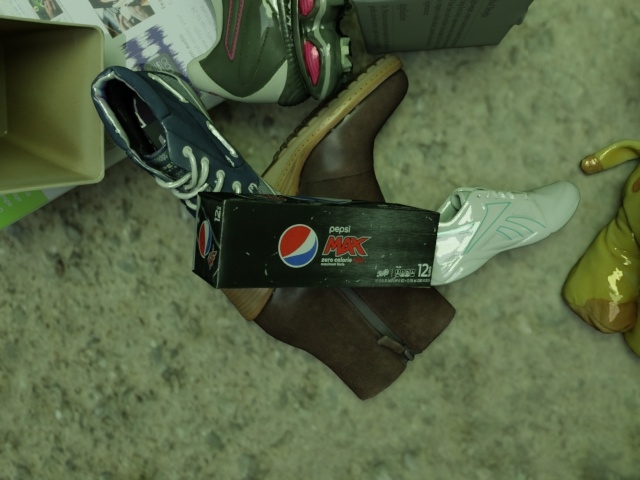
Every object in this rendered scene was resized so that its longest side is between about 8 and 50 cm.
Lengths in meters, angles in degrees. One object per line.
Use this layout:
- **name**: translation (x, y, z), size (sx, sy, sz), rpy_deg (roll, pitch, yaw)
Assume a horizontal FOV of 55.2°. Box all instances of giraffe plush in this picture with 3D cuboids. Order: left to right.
- **giraffe plush**: translation (0.282, 0.004, 0.430), size (0.182, 0.170, 0.210), rpy_deg (-2, 97, 9)

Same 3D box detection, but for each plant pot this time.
- **plant pot**: translation (-0.222, -0.095, 0.414), size (0.096, 0.109, 0.109), rpy_deg (16, 109, 32)

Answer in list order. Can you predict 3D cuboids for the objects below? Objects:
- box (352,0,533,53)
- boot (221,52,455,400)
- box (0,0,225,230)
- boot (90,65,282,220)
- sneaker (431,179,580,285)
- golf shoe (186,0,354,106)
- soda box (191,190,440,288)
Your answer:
- **box**: translation (0.080, -0.239, 0.426), size (0.119, 0.181, 0.181), rpy_deg (-2, 96, 7)
- **boot**: translation (0.041, -0.006, 0.528), size (0.207, 0.090, 0.248), rpy_deg (39, 98, -11)
- **box**: translation (-0.202, -0.176, 0.485), size (0.322, 0.058, 0.232), rpy_deg (-30, 109, 0)
- **boot**: translation (-0.087, -0.041, 0.441), size (0.069, 0.086, 0.190), rpy_deg (-39, 91, 15)
- **sneaker**: translation (0.140, -0.020, 0.491), size (0.152, 0.054, 0.061), rpy_deg (-25, 99, -10)
- **golf shoe**: translation (-0.041, -0.229, 0.413), size (0.120, 0.105, 0.272), rpy_deg (-1, 96, 7)
- **soda box**: translation (0.000, 0.000, 0.428), size (0.169, 0.053, 0.060), rpy_deg (2, 99, -30)
